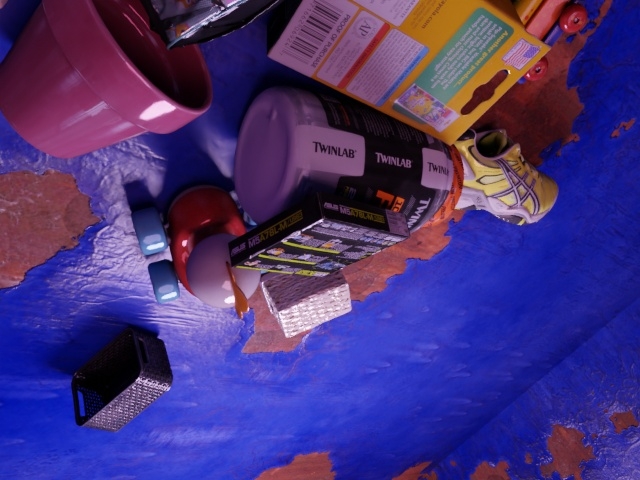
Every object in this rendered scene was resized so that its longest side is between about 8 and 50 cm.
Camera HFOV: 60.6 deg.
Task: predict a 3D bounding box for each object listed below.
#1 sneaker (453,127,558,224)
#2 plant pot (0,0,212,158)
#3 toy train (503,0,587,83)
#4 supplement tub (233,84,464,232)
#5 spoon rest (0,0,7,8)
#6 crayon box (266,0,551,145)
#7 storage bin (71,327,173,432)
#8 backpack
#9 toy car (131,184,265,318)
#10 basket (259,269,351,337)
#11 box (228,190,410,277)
[{"bbox_3d":[0.363,-0.133,1.087,0.384,0.145,0.147,3,131,-36],"label":"sneaker"},{"bbox_3d":[-0.254,-0.191,0.622,0.180,0.201,0.201,-26,143,20],"label":"plant pot"},{"bbox_3d":[0.341,-0.385,0.852,0.143,0.105,0.248,19,121,-27],"label":"toy train"},{"bbox_3d":[0.053,-0.112,0.866,0.337,0.207,0.207,3,130,-34],"label":"supplement tub"},{"bbox_3d":[-0.326,-0.342,0.457,0.084,0.137,0.276,5,137,-13],"label":"spoon rest"},{"bbox_3d":[0.115,-0.276,0.736,0.322,0.083,0.203,19,136,-27],"label":"crayon box"},{"bbox_3d":[-0.386,0.273,1.064,0.180,0.122,0.084,-40,140,12],"label":"storage bin"},{"bbox_3d":[-0.091,-0.303,0.575,0.188,0.166,0.145,-8,120,22],"label":"backpack"},{"bbox_3d":[-0.157,0.048,0.867,0.219,0.238,0.210,-16,129,-16],"label":"toy car"},{"bbox_3d":[-0.027,0.112,1.133,0.167,0.103,0.113,-21,139,-9],"label":"basket"},{"bbox_3d":[0.000,0.000,0.776,0.184,0.045,0.190,-25,157,39],"label":"box"}]
